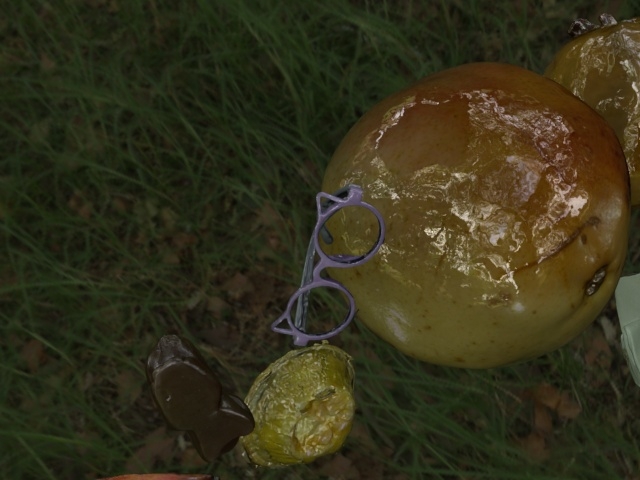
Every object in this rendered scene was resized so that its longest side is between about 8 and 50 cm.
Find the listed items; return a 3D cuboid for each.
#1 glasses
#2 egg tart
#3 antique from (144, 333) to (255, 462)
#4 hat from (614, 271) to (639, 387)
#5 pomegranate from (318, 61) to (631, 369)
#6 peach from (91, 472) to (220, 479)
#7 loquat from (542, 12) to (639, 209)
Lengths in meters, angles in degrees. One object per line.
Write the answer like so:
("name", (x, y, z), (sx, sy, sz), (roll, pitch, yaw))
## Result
("glasses", (0.000, 0.000, 0.678), (0.062, 0.140, 0.104), (11, 28, -18))
("egg tart", (-0.028, 0.367, 1.785), (0.315, 0.315, 0.120), (-48, 43, -10))
("antique", (-0.219, 0.280, 1.512), (0.121, 0.257, 0.143), (-37, 27, -3))
("hat", (0.700, 0.168, 1.624), (0.258, 0.301, 0.168), (-18, 37, 17))
("pomegranate", (0.142, -0.026, 0.846), (0.319, 0.319, 0.319), (-8, 61, 14))
("peach", (-0.228, 0.338, 0.913), (0.279, 0.189, 0.068), (-27, 42, -2))
("loquat", (0.366, -0.154, 1.044), (0.193, 0.238, 0.238), (-4, 58, -13))
